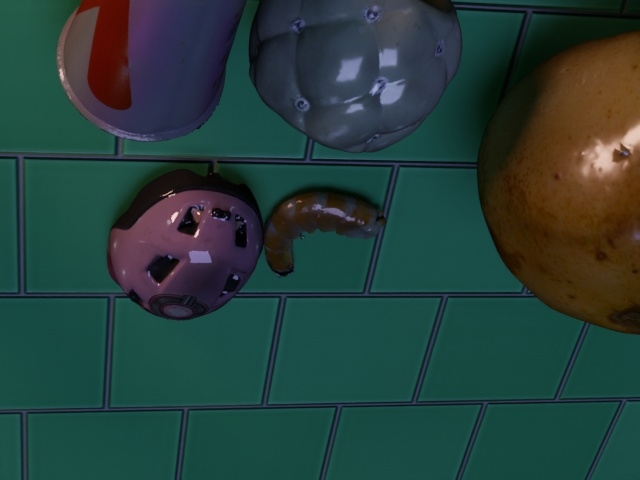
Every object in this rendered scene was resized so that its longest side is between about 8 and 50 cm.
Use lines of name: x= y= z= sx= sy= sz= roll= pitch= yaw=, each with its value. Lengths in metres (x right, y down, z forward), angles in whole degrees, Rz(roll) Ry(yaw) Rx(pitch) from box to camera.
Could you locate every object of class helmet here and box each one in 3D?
helmet: x=-0.177 y=0.027 z=1.664 sx=0.198 sy=0.154 sz=0.253 roll=15 pitch=123 yaw=-25

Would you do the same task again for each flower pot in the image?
flower pot: x=0.040 y=-0.225 z=1.417 sx=0.246 sy=0.246 sz=0.195 roll=21 pitch=118 yaw=-28

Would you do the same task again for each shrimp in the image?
shrimp: x=0.000 y=0.000 z=1.743 sx=0.161 sy=0.049 sz=0.166 roll=11 pitch=130 yaw=-17

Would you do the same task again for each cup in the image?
cup: x=-0.162 y=-0.246 z=1.302 sx=0.203 sy=0.203 sz=0.288 roll=6 pitch=161 yaw=-17

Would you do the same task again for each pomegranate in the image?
pomegranate: x=0.401 y=-0.082 z=1.531 sx=0.416 sy=0.417 sz=0.417 roll=-6 pitch=133 yaw=-6
